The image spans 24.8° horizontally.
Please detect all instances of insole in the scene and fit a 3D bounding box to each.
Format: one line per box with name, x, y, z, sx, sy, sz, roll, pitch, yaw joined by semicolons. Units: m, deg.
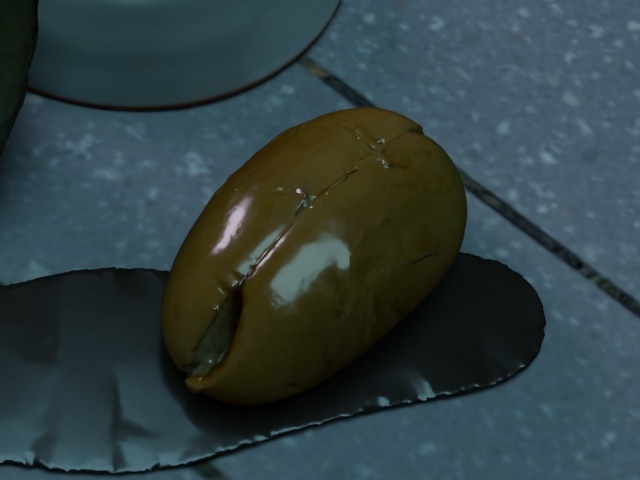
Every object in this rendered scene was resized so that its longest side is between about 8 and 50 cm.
insole;-0.043;0.055;0.714;0.327;0.007;0.111;-7;61;-13

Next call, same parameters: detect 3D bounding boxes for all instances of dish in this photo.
dish;-0.106;-0.201;0.818;0.260;0.085;0.260;4;58;-6

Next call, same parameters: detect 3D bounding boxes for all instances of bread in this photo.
bread;0.000;0.000;0.709;0.114;0.077;0.189;40;58;10

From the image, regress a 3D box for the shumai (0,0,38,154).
shumai;-0.262;-0.123;0.731;0.222;0.203;0.272;10;87;-21
